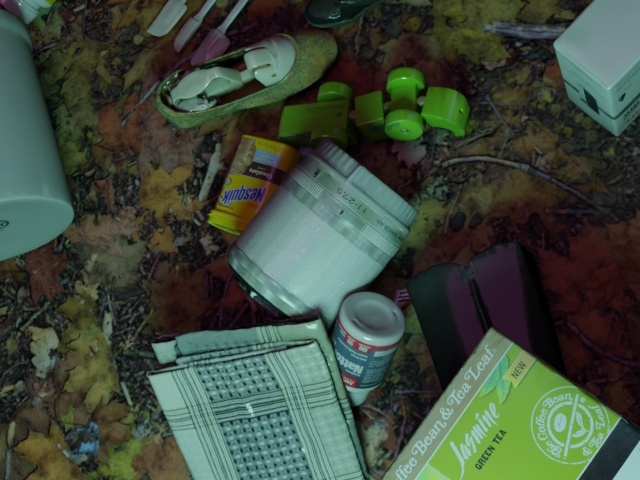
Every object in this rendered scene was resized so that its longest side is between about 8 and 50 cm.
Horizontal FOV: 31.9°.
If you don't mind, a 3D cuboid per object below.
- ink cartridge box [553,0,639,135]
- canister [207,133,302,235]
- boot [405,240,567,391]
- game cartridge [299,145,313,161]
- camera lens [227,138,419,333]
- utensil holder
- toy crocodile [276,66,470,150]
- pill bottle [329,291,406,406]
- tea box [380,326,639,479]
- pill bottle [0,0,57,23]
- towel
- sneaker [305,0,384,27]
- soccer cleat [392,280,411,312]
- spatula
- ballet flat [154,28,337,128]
[{"bbox_3d":[0.472,-0.293,1.704,0.197,0.273,0.114,-47,72,5],"label":"ink cartridge box"},{"bbox_3d":[-0.114,-0.092,1.969,0.126,0.073,0.170,16,82,33],"label":"canister"},{"bbox_3d":[0.210,0.258,1.741,0.367,0.146,0.445,-16,77,6],"label":"boot"},{"bbox_3d":[-0.009,-0.129,1.976,0.056,0.017,0.083,-6,77,14],"label":"game cartridge"},{"bbox_3d":[0.000,0.000,1.835,0.219,0.219,0.274,40,93,22],"label":"camera lens"},{"bbox_3d":[-0.646,-0.184,2.049,0.327,0.327,0.385,-24,73,13],"label":"utensil holder"},{"bbox_3d":[0.085,-0.209,1.920,0.340,0.105,0.115,-8,60,21],"label":"toy crocodile"},{"bbox_3d":[0.062,0.180,1.796,0.108,0.108,0.180,38,134,22],"label":"pill bottle"},{"bbox_3d":[0.269,0.348,1.526,0.323,0.220,0.329,34,85,14],"label":"tea box"},{"bbox_3d":[-0.539,-0.532,2.193,0.208,0.119,0.119,-44,68,6],"label":"pill bottle"},{"bbox_3d":[-0.103,0.280,1.808,0.312,0.056,0.324,-9,110,21],"label":"towel"},{"bbox_3d":[0.064,-0.452,1.959,0.227,0.130,0.087,-18,71,17],"label":"sneaker"},{"bbox_3d":[0.132,0.102,1.871,0.083,0.029,0.035,-42,60,3],"label":"soccer cleat"},{"bbox_3d":[-0.201,-0.450,2.114,0.168,0.019,0.242,39,92,28],"label":"spatula"},{"bbox_3d":[-0.140,-0.296,2.005,0.348,0.123,0.123,-19,73,15],"label":"ballet flat"}]
